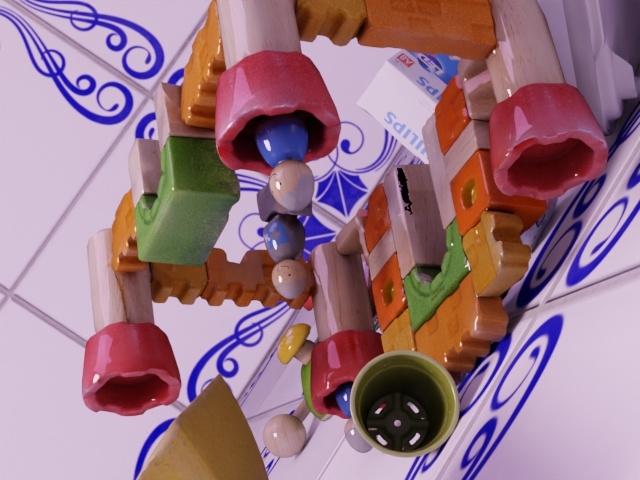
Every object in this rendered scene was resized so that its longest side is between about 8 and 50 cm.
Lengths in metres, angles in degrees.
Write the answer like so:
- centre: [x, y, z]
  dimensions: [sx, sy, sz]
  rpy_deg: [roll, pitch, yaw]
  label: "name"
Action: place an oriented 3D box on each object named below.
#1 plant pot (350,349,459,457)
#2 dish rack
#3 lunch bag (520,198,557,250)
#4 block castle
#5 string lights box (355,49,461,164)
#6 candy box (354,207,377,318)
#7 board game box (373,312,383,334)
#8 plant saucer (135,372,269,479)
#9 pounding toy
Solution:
- centre: [0.062, 0.136, 1.202]
  dimensions: [0.083, 0.083, 0.079]
  rpy_deg: [-57, -8, -17]
  label: "plant pot"
- centre: [0.243, -0.257, 1.325]
  dimensions: [0.333, 0.072, 0.285]
  rpy_deg: [-58, -39, -53]
  label: "dish rack"
- centre: [0.168, -0.020, 1.324]
  dimensions: [0.071, 0.053, 0.083]
  rpy_deg: [-55, -7, -28]
  label: "lunch bag"
- centre: [0.000, 0.000, 1.226]
  dimensions: [0.453, 0.303, 0.212]
  rpy_deg: [124, 143, -50]
  label: "block castle"
- centre: [0.165, -0.185, 1.788]
  dimensions: [0.260, 0.133, 0.076]
  rpy_deg: [-41, -9, -50]
  label: "string lights box"
- centre: [0.045, 0.065, 1.621]
  dimensions: [0.186, 0.053, 0.109]
  rpy_deg: [81, -149, -56]
  label: "candy box"
- centre: [0.146, -0.015, 1.551]
  dimensions: [0.193, 0.053, 0.305]
  rpy_deg: [-53, 5, 49]
  label: "board game box"
- centre: [-0.122, 0.252, 0.903]
  dimensions: [0.332, 0.081, 0.333]
  rpy_deg: [-60, -1, 0]
  label: "plant saucer"
- centre: [-0.006, 0.129, 1.847]
  dimensions: [0.237, 0.110, 0.183]
  rpy_deg: [-54, 4, 29]
  label: "pounding toy"
